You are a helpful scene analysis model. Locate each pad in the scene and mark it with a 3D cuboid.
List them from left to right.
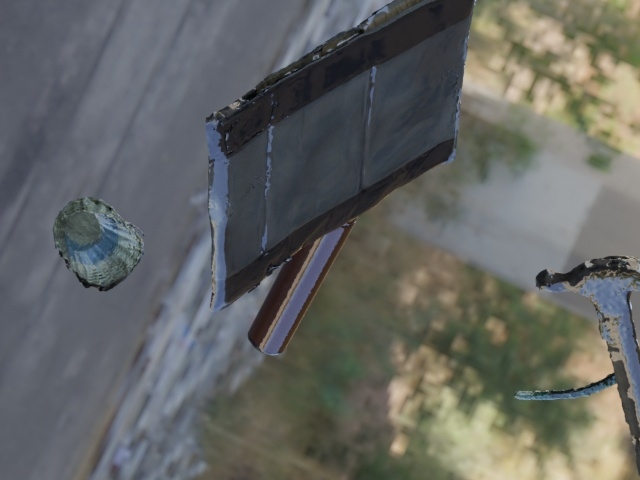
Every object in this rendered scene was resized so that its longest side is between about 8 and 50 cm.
[{"bbox_3d":[0.013,-0.067,1.168,0.233,0.022,0.174,-34,146,-30],"label":"pad"}]

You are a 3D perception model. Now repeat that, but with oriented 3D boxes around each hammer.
[{"bbox_3d":[0.262,0.137,1.474,0.027,0.125,0.297,-64,144,-50],"label":"hammer"}]

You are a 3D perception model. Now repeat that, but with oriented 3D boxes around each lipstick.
[{"bbox_3d":[0.000,0.000,2.198,0.356,0.057,0.057,-62,176,33],"label":"lipstick"}]

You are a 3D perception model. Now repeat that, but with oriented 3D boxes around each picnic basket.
[{"bbox_3d":[-0.178,0.005,1.432,0.065,0.083,0.083,-46,161,-2],"label":"picnic basket"}]

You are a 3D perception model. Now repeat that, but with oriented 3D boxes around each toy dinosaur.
[{"bbox_3d":[0.420,0.150,2.156,0.383,0.076,0.129,-28,147,-7],"label":"toy dinosaur"}]
